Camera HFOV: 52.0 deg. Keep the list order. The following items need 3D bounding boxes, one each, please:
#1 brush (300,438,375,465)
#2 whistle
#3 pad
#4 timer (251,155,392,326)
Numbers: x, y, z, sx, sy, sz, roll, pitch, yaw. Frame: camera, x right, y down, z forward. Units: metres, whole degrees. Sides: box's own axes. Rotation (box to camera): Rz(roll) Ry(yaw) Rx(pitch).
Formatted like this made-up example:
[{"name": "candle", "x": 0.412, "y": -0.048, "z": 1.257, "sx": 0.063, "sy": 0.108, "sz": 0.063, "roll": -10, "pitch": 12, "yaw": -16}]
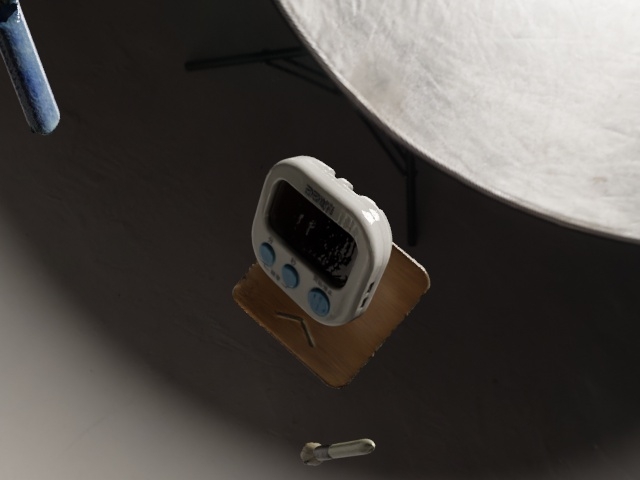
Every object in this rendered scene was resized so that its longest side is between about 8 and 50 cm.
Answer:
[{"name": "brush", "x": 0.024, "y": 0.343, "z": 1.064, "sx": 0.042, "sy": 0.299, "sz": 0.039, "roll": 10, "pitch": 68, "yaw": -15}, {"name": "whistle", "x": -0.528, "y": -0.334, "z": 1.149, "sx": 0.062, "sy": 0.062, "sz": 0.304, "roll": -21, "pitch": 105, "yaw": -22}, {"name": "pad", "x": 0.018, "y": 0.089, "z": 1.233, "sx": 0.286, "sy": 0.018, "sz": 0.284, "roll": 40, "pitch": 93, "yaw": 8}, {"name": "timer", "x": 0.000, "y": 0.000, "z": 1.092, "sx": 0.087, "sy": 0.237, "sz": 0.262, "roll": -18, "pitch": 50, "yaw": -45}]
